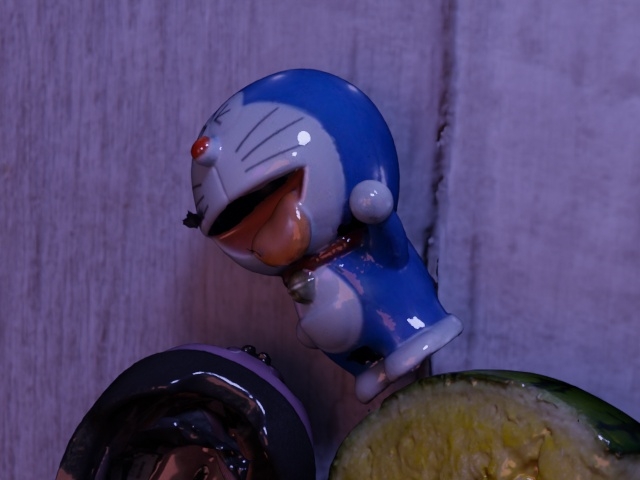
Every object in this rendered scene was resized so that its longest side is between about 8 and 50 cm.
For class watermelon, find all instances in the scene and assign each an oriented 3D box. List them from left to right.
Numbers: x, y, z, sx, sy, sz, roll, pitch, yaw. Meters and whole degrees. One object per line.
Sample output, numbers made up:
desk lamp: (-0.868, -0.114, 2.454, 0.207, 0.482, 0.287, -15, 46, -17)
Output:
watermelon: (0.158, 0.251, 1.002, 0.331, 0.189, 0.330, -5, 84, 51)

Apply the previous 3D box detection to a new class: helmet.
helmet: (-0.100, 0.188, 1.171, 0.198, 0.154, 0.253, 27, 128, 6)

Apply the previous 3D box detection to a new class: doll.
doll: (0.000, 0.000, 1.089, 0.256, 0.161, 0.215, 59, 144, 9)
